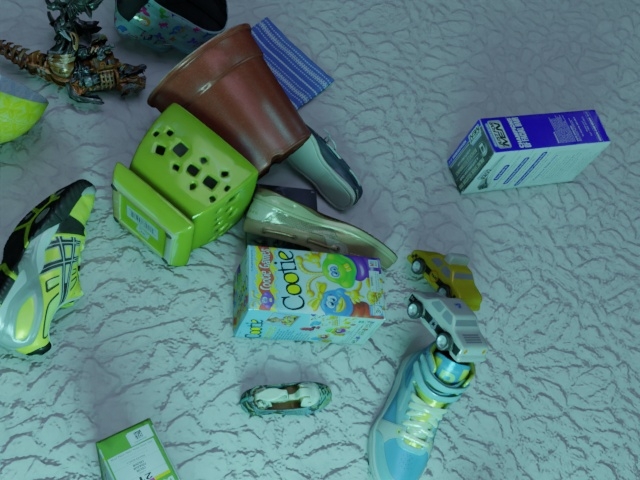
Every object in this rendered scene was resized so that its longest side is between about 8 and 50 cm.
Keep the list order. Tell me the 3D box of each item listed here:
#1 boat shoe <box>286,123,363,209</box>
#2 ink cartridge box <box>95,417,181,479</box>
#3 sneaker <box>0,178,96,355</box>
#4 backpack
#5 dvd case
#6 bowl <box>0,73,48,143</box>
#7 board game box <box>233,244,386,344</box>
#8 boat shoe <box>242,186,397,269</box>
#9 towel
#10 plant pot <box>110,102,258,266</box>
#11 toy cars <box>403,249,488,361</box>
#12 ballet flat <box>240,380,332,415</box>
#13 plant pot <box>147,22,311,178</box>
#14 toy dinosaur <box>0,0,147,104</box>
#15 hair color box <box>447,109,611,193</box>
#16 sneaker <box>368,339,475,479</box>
[{"bbox_3d":[0.002,-0.184,1.846,0.254,0.095,0.079,46,38,0],"label":"boat shoe"},{"bbox_3d":[-0.266,0.447,1.332,0.097,0.188,0.255,-22,61,-24],"label":"ink cartridge box"},{"bbox_3d":[-0.516,0.048,1.550,0.147,0.145,0.384,43,49,-29],"label":"sneaker"},{"bbox_3d":[-0.341,-0.546,1.869,0.254,0.191,0.225,15,55,-36],"label":"backpack"},{"bbox_3d":[-0.082,-0.022,1.779,0.165,0.018,0.221,5,61,-16],"label":"dvd case"},{"bbox_3d":[-0.699,-0.260,1.602,0.289,0.289,0.156,25,98,-4],"label":"bowl"},{"bbox_3d":[-0.026,0.113,1.648,0.275,0.144,0.142,6,60,-16],"label":"board game box"},{"bbox_3d":[0.000,0.000,1.729,0.341,0.122,0.110,24,88,-15],"label":"boat shoe"},{"bbox_3d":[-0.156,-0.382,1.942,0.243,0.040,0.336,44,58,7],"label":"towel"},{"bbox_3d":[-0.286,-0.095,1.636,0.228,0.227,0.207,40,63,5],"label":"plant pot"},{"bbox_3d":[0.265,0.106,1.670,0.176,0.087,0.393,26,24,-4],"label":"toy cars"},{"bbox_3d":[-0.059,0.303,1.580,0.188,0.070,0.070,-5,64,-21],"label":"ballet flat"},{"bbox_3d":[-0.175,-0.265,1.727,0.272,0.272,0.265,-40,94,-31],"label":"plant pot"},{"bbox_3d":[-0.540,-0.408,1.772,0.322,0.164,0.218,13,73,-36],"label":"toy dinosaur"},{"bbox_3d":[0.502,-0.215,1.983,0.339,0.185,0.110,-9,65,-23],"label":"hair color box"},{"bbox_3d":[0.197,0.323,1.568,0.127,0.208,0.319,24,58,-7],"label":"sneaker"}]
